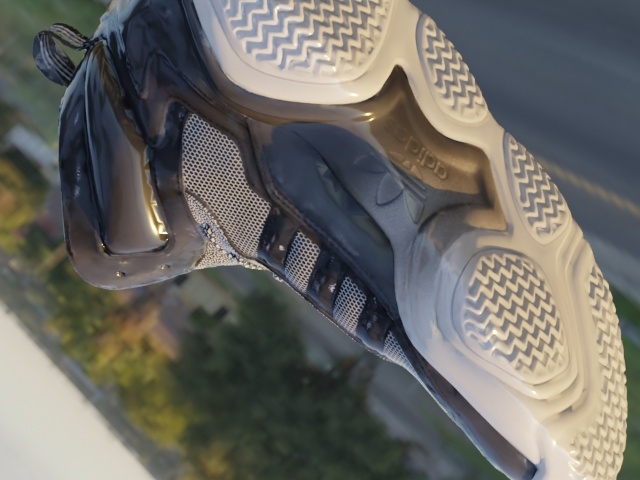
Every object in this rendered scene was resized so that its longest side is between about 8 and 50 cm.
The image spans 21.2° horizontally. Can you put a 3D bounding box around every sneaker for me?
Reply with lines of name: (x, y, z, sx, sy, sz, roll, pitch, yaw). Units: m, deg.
sneaker: (0.000, 0.000, 0.659, 0.153, 0.101, 0.268, -27, 103, 36)
